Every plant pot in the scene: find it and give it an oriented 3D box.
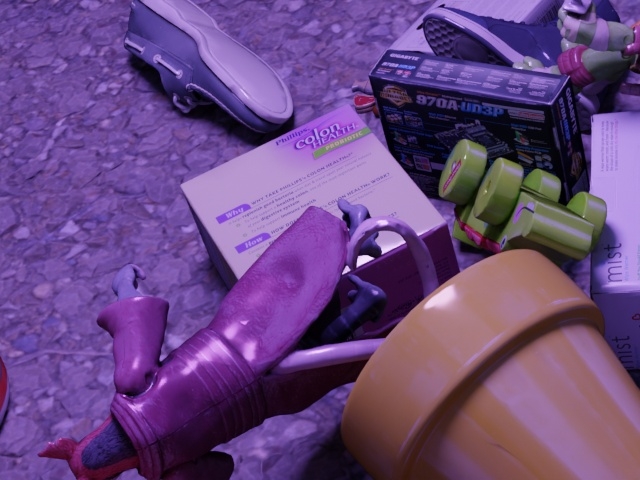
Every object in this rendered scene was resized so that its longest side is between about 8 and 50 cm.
[{"bbox_3d":[0.188,0.177,1.491,0.254,0.254,0.239,-35,61,-17],"label":"plant pot"}]

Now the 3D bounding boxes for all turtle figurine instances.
[{"bbox_3d":[0.312,-0.251,1.756,0.266,0.275,0.197,-29,31,52],"label":"turtle figurine"}]

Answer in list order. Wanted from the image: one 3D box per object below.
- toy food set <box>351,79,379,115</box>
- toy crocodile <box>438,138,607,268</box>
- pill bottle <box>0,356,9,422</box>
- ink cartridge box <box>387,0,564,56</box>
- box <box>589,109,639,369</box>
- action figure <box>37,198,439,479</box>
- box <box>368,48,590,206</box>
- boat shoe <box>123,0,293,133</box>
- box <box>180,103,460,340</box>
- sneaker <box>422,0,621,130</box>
[{"bbox_3d":[0.091,-0.174,2.028,0.122,0.019,0.078,-1,45,18],"label":"toy food set"},{"bbox_3d":[0.190,-0.024,1.672,0.115,0.105,0.340,21,6,-13],"label":"toy crocodile"},{"bbox_3d":[-0.473,0.071,1.717,0.210,0.363,0.210,-10,44,10],"label":"pill bottle"},{"bbox_3d":[0.191,-0.258,2.080,0.179,0.045,0.145,8,47,50],"label":"ink cartridge box"},{"bbox_3d":[0.386,-0.011,1.681,0.231,0.126,0.262,-6,44,14],"label":"box"},{"bbox_3d":[-0.079,0.140,1.547,0.370,0.248,0.276,-34,21,-21],"label":"action figure"},{"bbox_3d":[0.172,-0.112,1.823,0.220,0.175,0.051,12,50,30],"label":"box"},{"bbox_3d":[-0.147,-0.210,2.115,0.319,0.116,0.099,45,114,37],"label":"boat shoe"},{"bbox_3d":[0.000,0.000,1.810,0.214,0.117,0.243,-27,44,-9],"label":"box"},{"bbox_3d":[0.242,-0.239,1.953,0.226,0.086,0.163,30,60,3],"label":"sneaker"}]
